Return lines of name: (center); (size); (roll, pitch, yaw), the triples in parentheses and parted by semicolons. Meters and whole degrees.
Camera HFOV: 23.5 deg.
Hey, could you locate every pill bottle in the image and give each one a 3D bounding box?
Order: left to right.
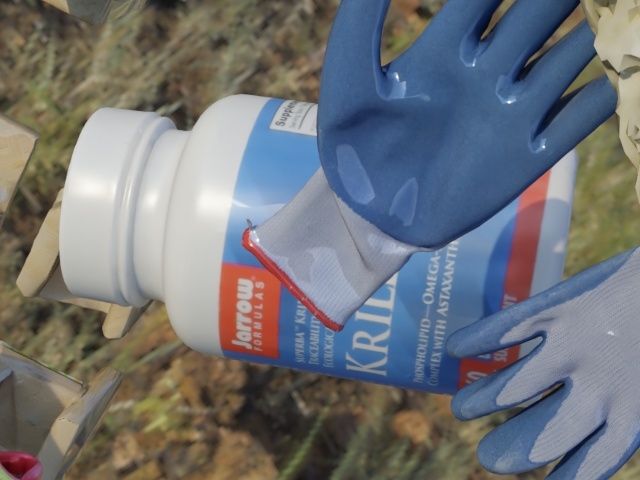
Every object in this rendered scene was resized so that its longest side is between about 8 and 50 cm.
pill bottle: (0.000, 0.000, 0.707); (0.124, 0.222, 0.124); (8, 90, -82)

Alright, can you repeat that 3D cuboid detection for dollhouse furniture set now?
dollhouse furniture set: (-0.253, -0.088, 1.123); (0.362, 0.394, 0.256); (27, 15, 0)

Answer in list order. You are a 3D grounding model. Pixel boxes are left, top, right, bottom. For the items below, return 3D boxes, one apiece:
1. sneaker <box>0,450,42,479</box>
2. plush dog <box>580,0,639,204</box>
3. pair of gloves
sneaker: (-0.174, 0.158, 0.806); (0.094, 0.081, 0.208); (-42, 134, -37)
plush dog: (0.165, -0.122, 0.335); (0.210, 0.225, 0.262); (61, 32, -4)
pair of gloves: (0.070, -0.003, 0.493); (0.198, 0.159, 0.023); (43, 28, -4)
